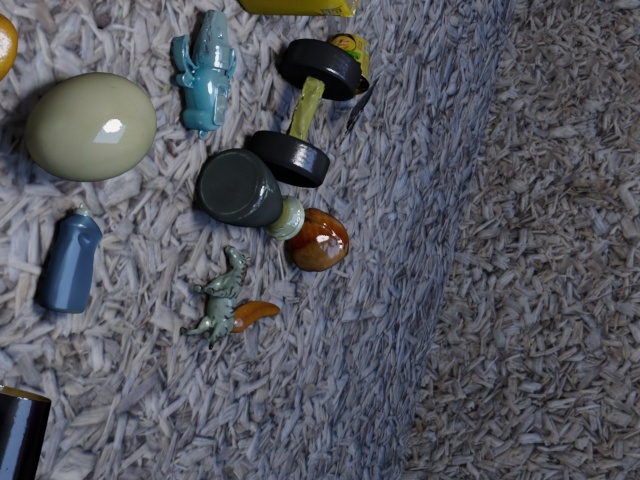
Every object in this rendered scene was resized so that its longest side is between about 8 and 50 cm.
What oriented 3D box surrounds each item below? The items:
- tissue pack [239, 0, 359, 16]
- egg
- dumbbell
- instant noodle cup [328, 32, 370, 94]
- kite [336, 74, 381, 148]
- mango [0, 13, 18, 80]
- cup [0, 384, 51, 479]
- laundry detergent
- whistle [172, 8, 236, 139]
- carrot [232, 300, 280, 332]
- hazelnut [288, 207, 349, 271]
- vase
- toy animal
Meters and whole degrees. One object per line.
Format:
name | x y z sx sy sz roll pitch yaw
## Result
tissue pack | -0.059 -0.582 1.753 0.192 0.270 0.134 48 56 -56
egg | -0.397 -0.195 1.404 0.241 0.186 0.186 -30 129 -39
dumbbell | -0.039 -0.308 1.981 0.203 0.203 0.323 37 71 -60
instant noodle cup | 0.070 -0.475 2.174 0.151 0.151 0.122 44 56 -58
kite | 0.099 -0.345 2.258 0.152 0.015 0.285 -52 178 -24
mango | -0.529 -0.278 1.228 0.165 0.089 0.115 -64 148 -16
cup | -0.572 0.336 1.357 0.239 0.165 0.177 33 70 -62
laundry detergent | -0.465 0.031 1.518 0.096 0.061 0.207 12 91 -54
whistle | -0.239 -0.352 1.725 0.186 0.093 0.274 -3 102 -60
carrot | -0.171 0.189 2.129 0.271 0.062 0.066 -21 88 -61
hazelnut | 0.000 0.000 2.234 0.182 0.182 0.182 -34 131 -51
vase | -0.150 -0.090 1.939 0.321 0.173 0.173 36 71 -66
toy animal | -0.244 0.134 1.940 0.255 0.089 0.170 -68 155 -8
